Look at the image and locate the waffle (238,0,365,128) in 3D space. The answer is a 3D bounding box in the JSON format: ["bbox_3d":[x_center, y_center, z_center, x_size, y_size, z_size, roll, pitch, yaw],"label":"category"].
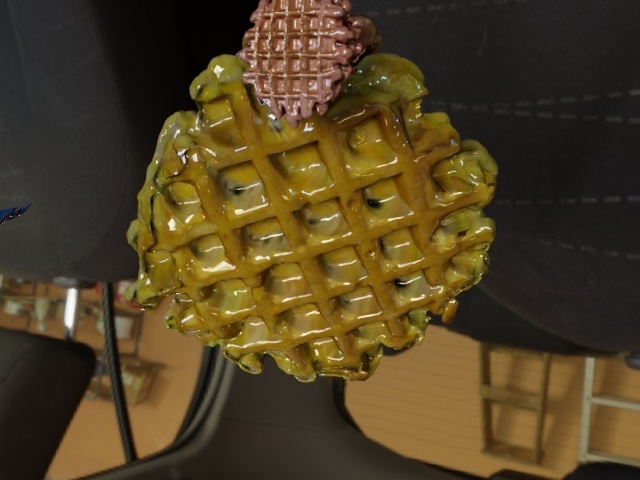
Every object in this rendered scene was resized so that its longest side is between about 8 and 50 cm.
[{"bbox_3d":[-0.014,-0.111,0.398,0.075,0.083,0.029,50,-147,20],"label":"waffle"}]

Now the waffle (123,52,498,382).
[{"bbox_3d":[0.000,0.000,0.560,0.302,0.325,0.068,20,-145,-19],"label":"waffle"}]

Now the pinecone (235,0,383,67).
[{"bbox_3d":[-0.019,-0.179,0.921,0.264,0.264,0.264,7,174,1],"label":"pinecone"}]

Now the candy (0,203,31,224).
[{"bbox_3d":[-0.595,0.041,0.987,0.187,0.077,0.331,-21,-162,36],"label":"candy"}]
